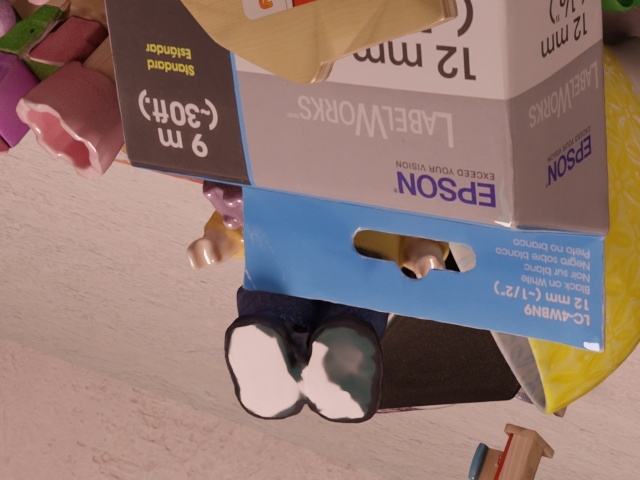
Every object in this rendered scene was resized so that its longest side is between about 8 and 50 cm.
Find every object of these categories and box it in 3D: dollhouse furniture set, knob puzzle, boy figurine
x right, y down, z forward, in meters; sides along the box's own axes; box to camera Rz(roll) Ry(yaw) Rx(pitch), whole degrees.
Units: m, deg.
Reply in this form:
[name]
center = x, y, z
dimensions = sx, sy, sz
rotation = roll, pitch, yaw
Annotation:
[dollhouse furniture set]
center = 0.177, 0.182, 1.903
dimensions = 0.129, 0.184, 0.129
rotation = 12, 162, 28
[knob puzzle]
center = -0.018, -0.169, 0.836
dimensions = 0.030, 0.213, 0.213
rotation = -16, -166, -42
[boy figurine]
center = 0.000, 0.000, 1.215
dimensions = 0.177, 0.285, 0.092
rotation = 0, 124, 8

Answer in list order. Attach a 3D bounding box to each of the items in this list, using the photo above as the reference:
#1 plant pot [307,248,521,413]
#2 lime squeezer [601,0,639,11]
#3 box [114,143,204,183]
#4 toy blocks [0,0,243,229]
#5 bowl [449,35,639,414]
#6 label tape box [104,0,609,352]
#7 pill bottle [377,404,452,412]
[plant pot]
center = 0.086, 0.015, 1.421
dimensions = 0.187, 0.188, 0.167
rotation = -2, 154, -20
[lime squeezer]
center = 0.193, -0.161, 0.972
dimensions = 0.110, 0.059, 0.310
rotation = 19, 164, 7
[box]
center = -0.164, -0.125, 1.474
dimensions = 0.170, 0.091, 0.130
rotation = 15, 163, 21
[toy blocks]
center = -0.199, -0.093, 1.132
dimensions = 0.288, 0.260, 0.309
rotation = 18, 153, 44
[bowl]
center = 0.155, -0.050, 1.149
dimensions = 0.156, 0.289, 0.289
rotation = -23, 159, 0
[label tape box]
center = 0.016, -0.096, 0.945
dimensions = 0.249, 0.115, 0.348
rotation = 10, 116, 32
[pill bottle]
center = 0.083, 0.077, 1.675
dimensions = 0.169, 0.169, 0.301
rotation = 24, 167, -11
